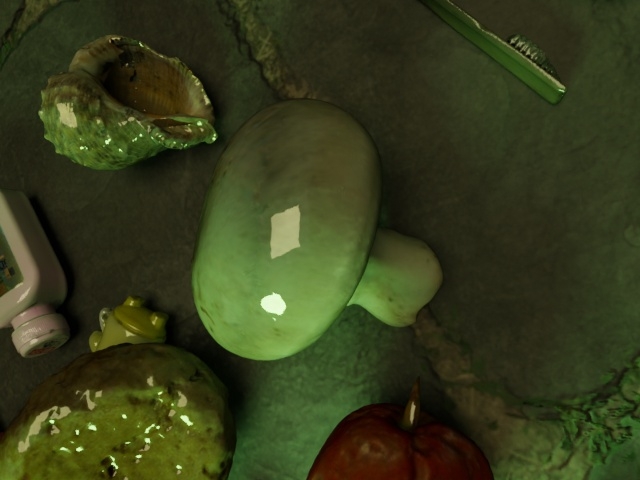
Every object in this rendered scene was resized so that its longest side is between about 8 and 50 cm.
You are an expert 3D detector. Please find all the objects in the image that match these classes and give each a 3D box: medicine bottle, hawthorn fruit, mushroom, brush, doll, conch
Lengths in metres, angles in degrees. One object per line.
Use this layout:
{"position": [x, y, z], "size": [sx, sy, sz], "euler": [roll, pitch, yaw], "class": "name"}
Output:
{"position": [-0.407, 0.046, 0.640], "size": [0.115, 0.078, 0.219], "euler": [-36, 77, 13], "class": "medicine bottle"}
{"position": [0.070, 0.220, 0.412], "size": [0.179, 0.179, 0.201], "euler": [14, 91, 19], "class": "hawthorn fruit"}
{"position": [0.000, 0.000, 0.449], "size": [0.243, 0.243, 0.244], "euler": [-1, 88, 19], "class": "mushroom"}
{"position": [0.166, -0.204, 0.471], "size": [0.027, 0.034, 0.190], "euler": [-46, 74, 3], "class": "brush"}
{"position": [-0.245, 0.150, 0.588], "size": [0.106, 0.062, 0.163], "euler": [30, 96, 16], "class": "doll"}
{"position": [-0.222, -0.157, 0.556], "size": [0.207, 0.130, 0.156], "euler": [5, 103, 6], "class": "conch"}

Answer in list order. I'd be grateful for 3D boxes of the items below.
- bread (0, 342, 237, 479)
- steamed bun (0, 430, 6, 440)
{"position": [-0.203, 0.216, 0.508], "size": [0.229, 0.123, 0.230], "euler": [-2, 96, -20], "class": "bread"}
{"position": [-0.393, 0.346, 0.528], "size": [0.309, 0.309, 0.310], "euler": [-1, 88, 19], "class": "steamed bun"}
